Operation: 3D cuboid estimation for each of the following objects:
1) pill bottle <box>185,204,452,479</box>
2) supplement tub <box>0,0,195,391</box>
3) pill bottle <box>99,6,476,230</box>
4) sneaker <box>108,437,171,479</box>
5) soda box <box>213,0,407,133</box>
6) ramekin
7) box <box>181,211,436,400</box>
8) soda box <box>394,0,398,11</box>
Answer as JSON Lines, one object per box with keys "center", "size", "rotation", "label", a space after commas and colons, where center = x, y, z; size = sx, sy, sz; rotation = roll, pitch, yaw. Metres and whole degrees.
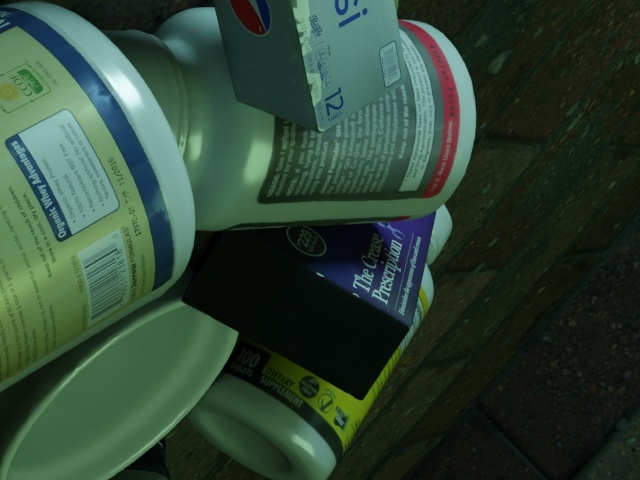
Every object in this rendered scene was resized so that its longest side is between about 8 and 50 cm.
{"center": [0.004, 0.082, 1.597], "size": [0.334, 0.188, 0.188], "rotation": [-57, 166, -24], "label": "pill bottle"}
{"center": [-0.264, 0.003, 0.953], "size": [0.316, 0.228, 0.228], "rotation": [-32, 157, -30], "label": "supplement tub"}
{"center": [-0.044, -0.098, 1.195], "size": [0.318, 0.176, 0.176], "rotation": [-3, 137, -37], "label": "pill bottle"}
{"center": [-0.273, 0.231, 1.590], "size": [0.226, 0.163, 0.086], "rotation": [9, 119, -14], "label": "sneaker"}
{"center": [-0.024, -0.223, 0.989], "size": [0.091, 0.098, 0.286], "rotation": [-33, 128, -29], "label": "soda box"}
{"center": [-0.221, 0.108, 1.373], "size": [0.277, 0.135, 0.277], "rotation": [-38, 159, -17], "label": "ramekin"}
{"center": [0.000, 0.000, 1.364], "size": [0.103, 0.184, 0.261], "rotation": [-60, -174, 31], "label": "box"}
{"center": [0.028, -0.197, 1.359], "size": [0.058, 0.061, 0.181], "rotation": [-36, 158, -20], "label": "soda box"}
